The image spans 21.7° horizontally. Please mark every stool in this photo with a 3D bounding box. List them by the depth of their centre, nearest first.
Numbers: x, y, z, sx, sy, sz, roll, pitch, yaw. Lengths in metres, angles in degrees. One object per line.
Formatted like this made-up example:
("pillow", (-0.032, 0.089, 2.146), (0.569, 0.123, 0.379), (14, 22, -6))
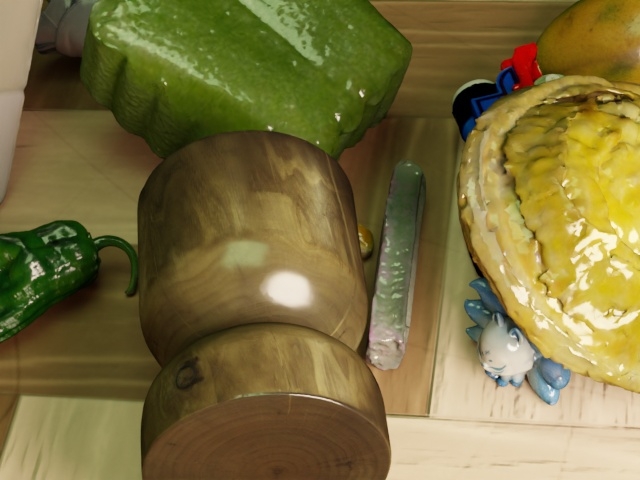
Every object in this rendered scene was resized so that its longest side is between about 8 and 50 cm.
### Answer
("stool", (-0.049, 0.067, 1.263), (0.179, 0.179, 0.264), (-8, 47, 1))

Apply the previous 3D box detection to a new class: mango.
("mango", (0.272, -0.183, 1.506), (0.163, 0.089, 0.111), (-1, 49, 18))

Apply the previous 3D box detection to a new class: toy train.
("toy train", (0.172, -0.067, 1.419), (0.131, 0.083, 0.204), (-14, 47, -2))

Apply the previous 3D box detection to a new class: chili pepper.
("chili pepper", (-0.279, 0.051, 1.387), (0.257, 0.074, 0.100), (-33, 55, -15))

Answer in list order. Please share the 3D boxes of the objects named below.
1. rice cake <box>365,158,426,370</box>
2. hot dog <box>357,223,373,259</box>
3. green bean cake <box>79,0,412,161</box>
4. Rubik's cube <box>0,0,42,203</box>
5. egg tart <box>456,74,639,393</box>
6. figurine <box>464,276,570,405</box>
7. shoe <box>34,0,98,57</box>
("rice cake", (0.064, 0.016, 1.385), (0.036, 0.047, 0.207), (11, 51, -2))
("hot dog", (0.000, 0.000, 1.414), (0.090, 0.034, 0.030), (-6, 48, 1))
("green bean cake", (-0.062, -0.155, 1.462), (0.248, 0.125, 0.222), (42, 63, 9))
("Rubik's cube", (-0.458, -0.212, 1.372), (0.344, 0.347, 0.346), (19, 13, 20))
("egg tart", (0.236, -0.010, 1.258), (0.291, 0.107, 0.291), (18, 56, -28))
("figurine", (0.155, 0.066, 1.285), (0.079, 0.114, 0.114), (-24, 49, -19))
("shoe", (-0.211, -0.272, 1.649), (0.137, 0.095, 0.245), (-4, 54, 1))
